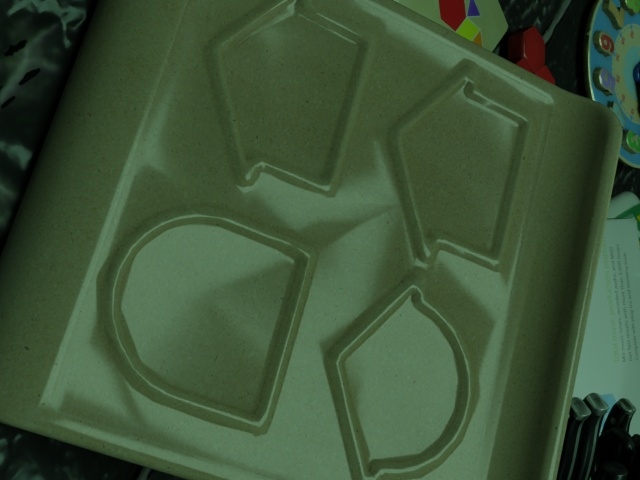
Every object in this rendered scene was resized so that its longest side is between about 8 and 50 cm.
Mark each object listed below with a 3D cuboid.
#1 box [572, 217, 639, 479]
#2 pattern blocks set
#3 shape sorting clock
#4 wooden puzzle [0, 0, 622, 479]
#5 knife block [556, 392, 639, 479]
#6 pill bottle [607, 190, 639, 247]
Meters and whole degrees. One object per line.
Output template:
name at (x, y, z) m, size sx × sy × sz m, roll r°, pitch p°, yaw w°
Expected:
box at (0.116, 0.102, 0.754) m, size 0.322 × 0.058 × 0.232 m, roll -3°, pitch 85°, yaw -29°
pattern blocks set at (0.090, -0.200, 0.838) m, size 0.285 × 0.026 × 0.325 m, roll -45°, pitch 122°, yaw -39°
shape sorting clock at (0.345, -0.181, 1.117) m, size 0.206 × 0.040 × 0.206 m, roll 1°, pitch 89°, yaw -49°
wooden puzzle at (0.000, 0.000, 0.630) m, size 0.347 × 0.080 × 0.322 m, roll 21°, pitch 71°, yaw -16°
knife block at (0.154, 0.246, 0.694) m, size 0.275 × 0.088 × 0.242 m, roll -43°, pitch 126°, yaw -7°
pill bottle at (0.291, 0.070, 0.936) m, size 0.117 × 0.117 × 0.208 m, roll -21°, pitch 76°, yaw -47°
